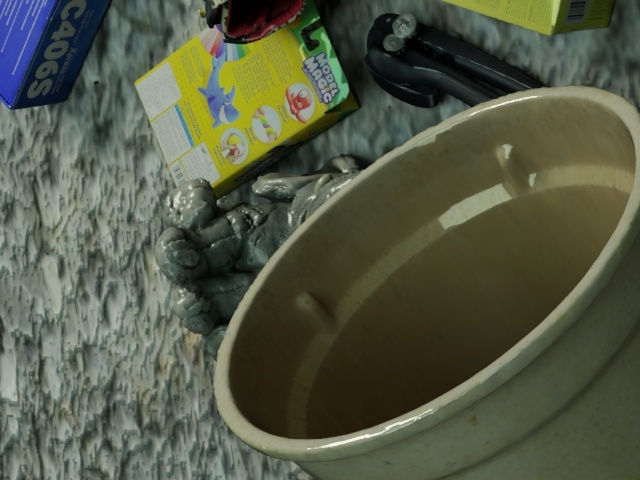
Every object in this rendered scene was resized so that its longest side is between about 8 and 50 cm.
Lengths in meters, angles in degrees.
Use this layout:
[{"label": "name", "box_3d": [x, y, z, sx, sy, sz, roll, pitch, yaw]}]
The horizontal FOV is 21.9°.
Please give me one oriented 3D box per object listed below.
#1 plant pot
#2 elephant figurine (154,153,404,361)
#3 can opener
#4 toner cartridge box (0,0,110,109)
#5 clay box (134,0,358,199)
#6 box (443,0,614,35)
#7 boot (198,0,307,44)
[{"label": "plant pot", "box_3d": [0.151, 0.116, 1.133, 0.334, 0.334, 0.305, -16, 123, 41]}, {"label": "elephant figurine", "box_3d": [0.000, 0.000, 1.367, 0.239, 0.186, 0.169, -23, 121, 15]}, {"label": "can opener", "box_3d": [0.112, -0.132, 1.307, 0.186, 0.073, 0.059, 23, 75, 31]}, {"label": "toner cartridge box", "box_3d": [-0.252, -0.308, 1.548, 0.165, 0.075, 0.348, 46, 125, 22]}, {"label": "clay box", "box_3d": [-0.058, -0.133, 1.440, 0.222, 0.053, 0.127, -29, 79, 39]}, {"label": "box", "box_3d": [0.107, -0.216, 1.263, 0.232, 0.087, 0.058, 26, 115, 34]}, {"label": "boot", "box_3d": [-0.098, -0.243, 1.386, 0.236, 0.085, 0.178, -21, 58, 37]}]
